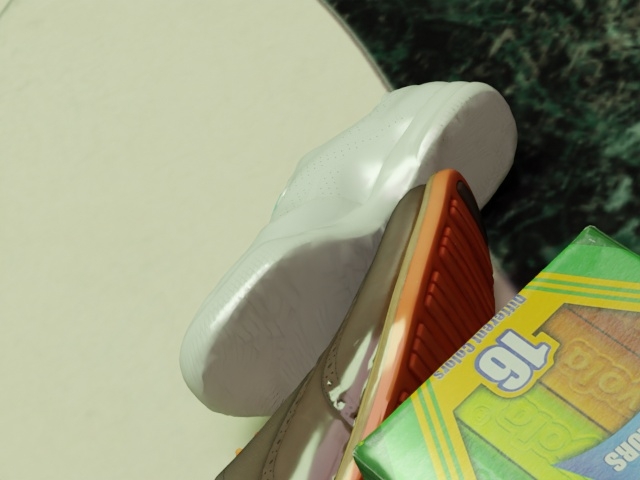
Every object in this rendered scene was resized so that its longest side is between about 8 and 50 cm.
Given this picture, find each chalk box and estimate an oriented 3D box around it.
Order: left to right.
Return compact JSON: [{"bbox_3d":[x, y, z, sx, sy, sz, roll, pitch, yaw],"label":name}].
[{"bbox_3d":[0.139,0.120,0.592,0.132,0.132,0.213,-42,47,-15],"label":"chalk box"}]

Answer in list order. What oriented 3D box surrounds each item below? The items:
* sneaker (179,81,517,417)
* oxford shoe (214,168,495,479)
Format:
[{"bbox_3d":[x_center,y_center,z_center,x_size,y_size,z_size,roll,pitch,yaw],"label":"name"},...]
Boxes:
[{"bbox_3d":[0.000,0.000,0.810,0.094,0.080,0.212,16,52,47],"label":"sneaker"},{"bbox_3d":[0.005,0.082,0.712,0.098,0.097,0.271,0,53,29],"label":"oxford shoe"}]
